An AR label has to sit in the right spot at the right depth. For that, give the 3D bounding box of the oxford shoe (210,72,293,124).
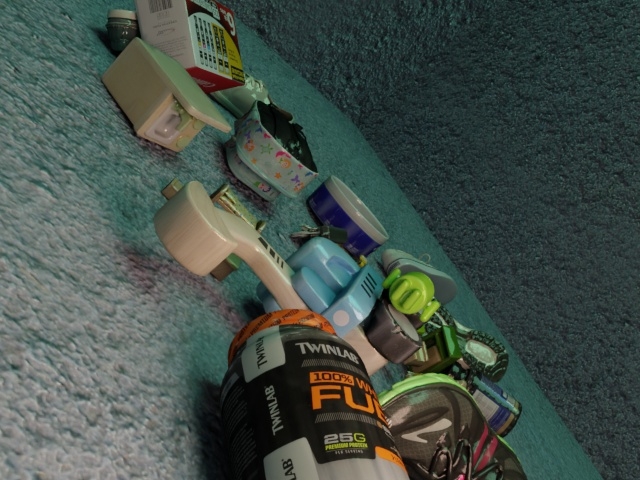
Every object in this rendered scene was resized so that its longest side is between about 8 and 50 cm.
[{"bbox_3d":[-0.249,-0.463,2.115,0.449,0.130,0.169,38,20,-33],"label":"oxford shoe"}]

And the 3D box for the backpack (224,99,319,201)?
[{"bbox_3d":[-0.121,-0.215,1.746,0.225,0.191,0.253,38,11,-29],"label":"backpack"}]

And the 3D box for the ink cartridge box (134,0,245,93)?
[{"bbox_3d":[-0.308,-0.458,1.714,0.309,0.130,0.271,-19,100,-74],"label":"ink cartridge box"}]

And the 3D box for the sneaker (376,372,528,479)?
[{"bbox_3d":[0.242,0.385,1.166,0.483,0.185,0.202,39,13,-32],"label":"sneaker"}]

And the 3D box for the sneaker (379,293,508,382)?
[{"bbox_3d":[0.327,0.290,1.993,0.410,0.182,0.158,35,61,-3],"label":"sneaker"}]

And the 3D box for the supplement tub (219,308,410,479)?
[{"bbox_3d":[-0.014,0.258,0.875,0.207,0.207,0.338,38,19,-37],"label":"supplement tub"}]

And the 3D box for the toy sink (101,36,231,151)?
[{"bbox_3d":[-0.324,-0.282,1.447,0.234,0.131,0.153,51,14,22],"label":"toy sink"}]

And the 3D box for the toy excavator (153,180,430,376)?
[{"bbox_3d":[-0.050,0.081,1.192,0.445,0.222,0.433,48,16,1],"label":"toy excavator"}]

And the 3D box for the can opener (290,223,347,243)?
[{"bbox_3d":[0.000,0.000,1.849,0.280,0.074,0.093,-5,90,-70],"label":"can opener"}]

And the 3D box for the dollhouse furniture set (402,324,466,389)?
[{"bbox_3d":[0.234,0.354,1.639,0.198,0.151,0.301,13,53,-33],"label":"dollhouse furniture set"}]

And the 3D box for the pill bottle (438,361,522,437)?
[{"bbox_3d":[0.419,0.423,1.857,0.219,0.122,0.123,38,15,3],"label":"pill bottle"}]

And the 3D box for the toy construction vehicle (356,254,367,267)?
[{"bbox_3d":[0.118,0.096,1.969,0.086,0.035,0.098,46,36,-24],"label":"toy construction vehicle"}]

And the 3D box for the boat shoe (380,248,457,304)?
[{"bbox_3d":[0.332,0.113,2.414,0.367,0.136,0.156,23,26,-40],"label":"boat shoe"}]

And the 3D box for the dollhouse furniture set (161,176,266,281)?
[{"bbox_3d":[-0.202,-0.045,1.274,0.182,0.101,0.161,46,15,-16],"label":"dollhouse furniture set"}]

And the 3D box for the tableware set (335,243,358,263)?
[{"bbox_3d":[0.083,0.047,2.033,0.169,0.020,0.141,25,29,-58],"label":"tableware set"}]

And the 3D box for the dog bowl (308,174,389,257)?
[{"bbox_3d":[0.086,-0.071,2.125,0.265,0.104,0.265,45,11,-12],"label":"dog bowl"}]

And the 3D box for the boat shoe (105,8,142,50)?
[{"bbox_3d":[-0.442,-0.488,1.738,0.319,0.116,0.099,-4,98,-80],"label":"boat shoe"}]

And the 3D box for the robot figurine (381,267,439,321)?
[{"bbox_3d":[0.157,0.088,1.182,0.101,0.067,0.115,39,15,14],"label":"robot figurine"}]
